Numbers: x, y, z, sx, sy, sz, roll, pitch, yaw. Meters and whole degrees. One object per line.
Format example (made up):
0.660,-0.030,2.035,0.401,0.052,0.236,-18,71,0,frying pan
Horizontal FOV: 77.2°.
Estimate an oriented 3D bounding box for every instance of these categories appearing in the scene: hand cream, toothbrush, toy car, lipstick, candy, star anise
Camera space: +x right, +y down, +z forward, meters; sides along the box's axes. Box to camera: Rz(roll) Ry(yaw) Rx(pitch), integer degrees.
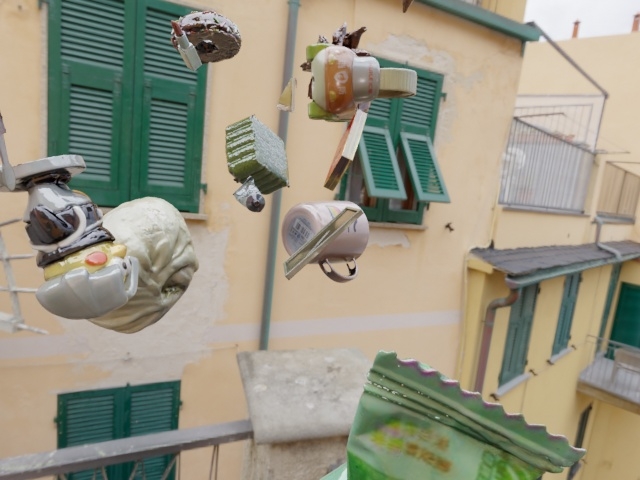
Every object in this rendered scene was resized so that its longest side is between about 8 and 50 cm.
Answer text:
-0.200,-0.130,1.114,0.075,0.052,0.248,-21,25,-12,hand cream
-0.349,-0.133,0.425,0.017,0.194,0.014,24,39,1,toothbrush
0.093,-0.333,0.852,0.235,0.145,0.235,-1,14,0,toy car
-0.322,-0.465,0.950,0.030,0.030,0.129,40,-14,19,lipstick
0.133,0.331,0.557,0.262,0.398,0.172,17,37,-2,candy
0.040,-0.565,1.271,0.288,0.288,0.088,14,-1,44,star anise

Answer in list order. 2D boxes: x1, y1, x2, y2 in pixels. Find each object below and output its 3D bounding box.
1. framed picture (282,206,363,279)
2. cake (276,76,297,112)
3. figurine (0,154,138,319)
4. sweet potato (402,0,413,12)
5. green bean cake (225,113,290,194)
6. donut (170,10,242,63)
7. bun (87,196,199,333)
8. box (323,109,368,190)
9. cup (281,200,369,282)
0.000,0.000,0.865,0.015,0.203,0.150,48,-1,-9,framed picture
-0.117,-0.523,1.431,0.065,0.121,0.052,13,16,15,cake
-0.374,0.003,0.614,0.133,0.236,0.176,-21,8,-7,figurine
0.267,-0.731,1.077,0.065,0.218,0.051,29,30,2,sweet potato
-0.245,-0.325,1.569,0.156,0.247,0.250,-19,-22,21,green bean cake
-0.435,-0.775,1.535,0.269,0.103,0.270,-8,-3,0,donut
-0.451,0.079,1.015,0.211,0.360,0.359,36,16,13,bun
0.046,-0.165,0.732,0.023,0.133,0.090,23,-34,-7,box
0.018,0.006,1.162,0.191,0.253,0.200,-32,-18,38,cup
